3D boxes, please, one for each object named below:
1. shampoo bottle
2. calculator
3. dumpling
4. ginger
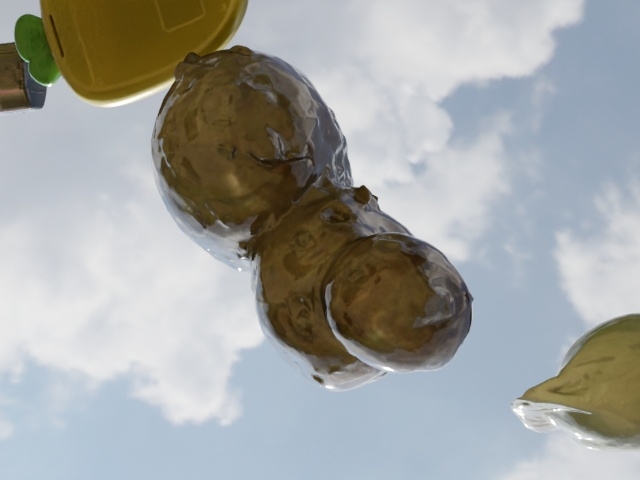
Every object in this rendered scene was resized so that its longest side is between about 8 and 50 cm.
[{"bbox_3d":[-0.436,-0.185,1.779,0.227,0.056,0.086,-5,-88,21],"label":"shampoo bottle"},{"bbox_3d":[-0.160,-0.189,1.228,0.235,0.032,0.146,-19,-93,27],"label":"calculator"},{"bbox_3d":[0.287,0.140,1.361,0.229,0.151,0.124,-10,-125,5],"label":"dumpling"},{"bbox_3d":[0.000,0.000,1.131,0.155,0.244,0.304,-37,-116,-13],"label":"ginger"}]
